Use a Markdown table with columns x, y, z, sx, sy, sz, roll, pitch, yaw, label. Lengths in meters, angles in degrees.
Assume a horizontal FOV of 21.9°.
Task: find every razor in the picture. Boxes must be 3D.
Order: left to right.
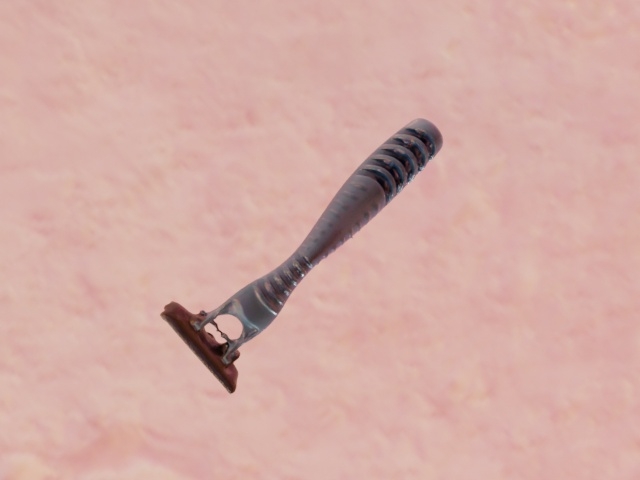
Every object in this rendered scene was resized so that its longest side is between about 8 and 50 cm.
| x | y | z | sx | sy | sz | roll | pitch | yaw | label |
| --- | --- | --- | --- | --- | --- | --- | --- | --- | --- |
| 0.000 | 0.000 | 1.220 | 0.253 | 0.042 | 0.082 | -44 | 107 | -18 | razor |
